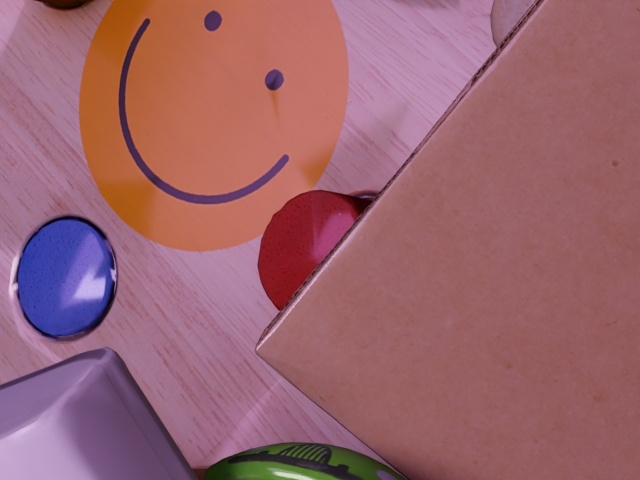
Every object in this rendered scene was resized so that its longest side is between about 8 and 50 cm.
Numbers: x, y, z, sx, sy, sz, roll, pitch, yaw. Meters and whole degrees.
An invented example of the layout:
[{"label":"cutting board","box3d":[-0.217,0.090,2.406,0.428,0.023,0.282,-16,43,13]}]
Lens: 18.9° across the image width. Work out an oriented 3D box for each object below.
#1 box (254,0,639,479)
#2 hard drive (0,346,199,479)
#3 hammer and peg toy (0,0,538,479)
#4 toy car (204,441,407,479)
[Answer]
[{"label":"box","box3d":[0.111,0.026,0.448,0.164,0.201,0.021,-50,3,4]},{"label":"hard drive","box3d":[-0.049,0.187,0.478,0.203,0.307,0.040,-22,16,34]},{"label":"hammer and peg toy","box3d":[0.000,0.000,0.553,0.266,0.127,0.361,-49,64,15]},{"label":"toy car","box3d":[0.011,0.138,0.483,0.239,0.225,0.053,9,31,20]}]
